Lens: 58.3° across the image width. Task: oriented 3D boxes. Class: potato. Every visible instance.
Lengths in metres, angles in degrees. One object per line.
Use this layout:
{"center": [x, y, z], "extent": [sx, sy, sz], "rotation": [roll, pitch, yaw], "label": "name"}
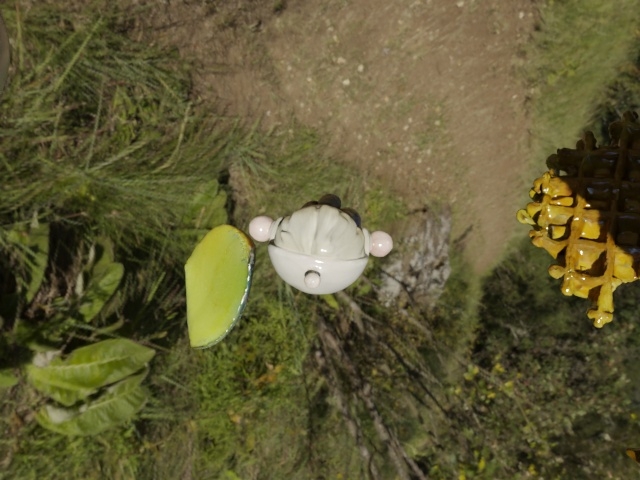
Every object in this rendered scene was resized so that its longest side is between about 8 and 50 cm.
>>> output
{"center": [-0.155, 0.074, 0.897], "extent": [0.120, 0.197, 0.054], "rotation": [8, 178, 23], "label": "potato"}

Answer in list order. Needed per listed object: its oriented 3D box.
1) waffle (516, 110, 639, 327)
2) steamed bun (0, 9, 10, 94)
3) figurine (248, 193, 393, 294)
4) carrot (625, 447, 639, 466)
{"center": [0.320, -0.022, 0.542], "extent": [0.229, 0.231, 0.051], "rotation": [-33, 148, 9], "label": "waffle"}
{"center": [-0.363, -0.203, 0.474], "extent": [0.130, 0.228, 0.177], "rotation": [-54, 180, -14], "label": "steamed bun"}
{"center": [-0.008, 0.007, 0.803], "extent": [0.144, 0.182, 0.257], "rotation": [-56, 176, 6], "label": "figurine"}
{"center": [0.656, 0.364, 0.801], "extent": [0.242, 0.340, 0.241], "rotation": [-19, 136, -20], "label": "carrot"}
